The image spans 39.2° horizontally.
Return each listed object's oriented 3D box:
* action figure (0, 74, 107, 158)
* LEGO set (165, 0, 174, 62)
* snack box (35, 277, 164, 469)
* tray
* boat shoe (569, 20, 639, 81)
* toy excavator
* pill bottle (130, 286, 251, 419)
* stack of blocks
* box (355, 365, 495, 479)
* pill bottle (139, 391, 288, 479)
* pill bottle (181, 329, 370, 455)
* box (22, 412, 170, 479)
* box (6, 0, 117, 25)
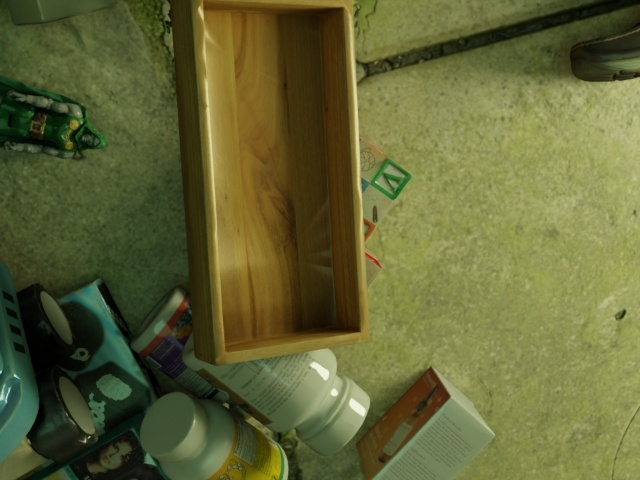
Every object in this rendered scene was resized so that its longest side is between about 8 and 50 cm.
[{"bbox_3d":[-0.395,-0.159,1.180,0.232,0.063,0.137,13,110,-7],"label":"action figure"},{"bbox_3d":[-0.102,-0.390,1.135,0.331,0.192,0.255,-36,73,-1],"label":"LEGO set"},{"bbox_3d":[-0.320,0.236,1.262,0.187,0.060,0.322,-27,98,0],"label":"snack box"},{"bbox_3d":[-0.056,-0.075,1.049,0.203,0.076,0.410,-5,95,-30],"label":"tray"},{"bbox_3d":[0.495,-0.306,1.221,0.355,0.132,0.130,-17,93,-11],"label":"boat shoe"},{"bbox_3d":[-0.484,0.051,1.029,0.222,0.433,0.445,-28,141,-2],"label":"toy excavator"},{"bbox_3d":[-0.156,0.161,1.249,0.193,0.108,0.108,39,95,-12],"label":"pill bottle"},{"bbox_3d":[0.000,0.000,1.241,0.171,0.087,0.297,34,97,-11],"label":"stack of blocks"},{"bbox_3d":[0.146,0.288,1.294,0.091,0.130,0.170,42,94,-11],"label":"box"},{"bbox_3d":[-0.142,0.284,1.205,0.117,0.117,0.208,-39,134,3],"label":"pill bottle"},{"bbox_3d":[-0.053,0.171,1.160,0.229,0.131,0.131,41,95,-13],"label":"pill bottle"},{"bbox_3d":[-0.324,0.341,1.214,0.244,0.060,0.100,-31,99,3],"label":"box"},{"bbox_3d":[-0.345,-0.406,1.082,0.113,0.094,0.275,-26,115,-37],"label":"box"}]
